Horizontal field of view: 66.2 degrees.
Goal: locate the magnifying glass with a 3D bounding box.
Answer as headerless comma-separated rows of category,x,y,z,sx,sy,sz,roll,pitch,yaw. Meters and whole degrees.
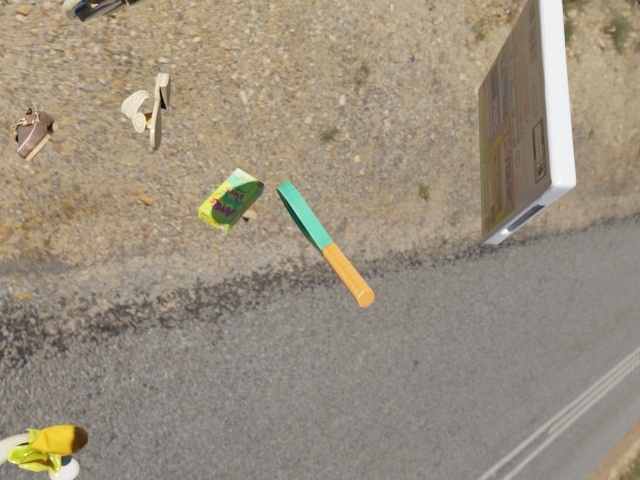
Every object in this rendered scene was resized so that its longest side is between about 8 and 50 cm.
magnifying glass,0.000,0.000,0.638,0.026,0.231,0.092,-33,137,-7

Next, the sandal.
sandal,-0.355,-0.263,0.986,0.079,0.240,0.088,4,135,-11

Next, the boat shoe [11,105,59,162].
boat shoe,-0.612,-0.228,1.034,0.073,0.207,0.073,-42,123,4

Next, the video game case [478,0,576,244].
video game case,0.210,-0.122,0.524,0.193,0.023,0.213,89,4,-75

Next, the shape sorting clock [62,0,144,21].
shape sorting clock,-0.114,-0.231,0.403,0.206,0.206,0.040,-37,115,-23

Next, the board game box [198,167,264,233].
board game box,-0.242,-0.111,1.345,0.181,0.092,0.043,-55,174,-35

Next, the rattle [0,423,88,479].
rattle,-0.372,0.325,0.583,0.200,0.142,0.130,-48,123,-48
